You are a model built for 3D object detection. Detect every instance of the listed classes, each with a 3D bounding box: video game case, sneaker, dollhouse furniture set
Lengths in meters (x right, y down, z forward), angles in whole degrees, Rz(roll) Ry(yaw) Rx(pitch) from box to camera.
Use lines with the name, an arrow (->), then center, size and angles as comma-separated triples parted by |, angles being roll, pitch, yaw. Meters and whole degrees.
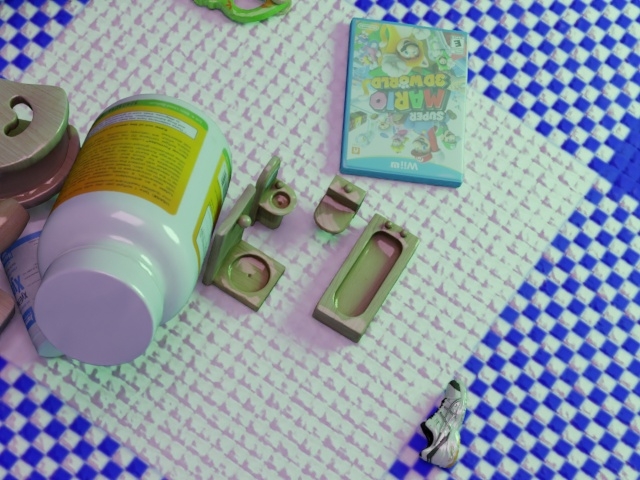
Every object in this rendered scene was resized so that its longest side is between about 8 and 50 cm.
video game case -> 0.083, -0.136, 1.716 | 0.119, 0.015, 0.166 | 7, 67, -6
sneaker -> 0.109, 0.162, 1.586 | 0.037, 0.032, 0.083 | 13, 66, -4
dollhouse furniture set -> 0.000, 0.000, 1.586 | 0.151, 0.123, 0.144 | 31, 66, 5

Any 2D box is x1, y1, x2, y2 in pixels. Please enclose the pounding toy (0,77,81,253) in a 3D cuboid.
pounding toy -> -0.307, -0.114, 1.544 | 0.154, 0.155, 0.269 | -34, 64, -15

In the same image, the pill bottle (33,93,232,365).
pill bottle -> -0.163, -0.008, 1.505 | 0.136, 0.136, 0.246 | 17, 37, -2

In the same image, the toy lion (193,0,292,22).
toy lion -> -0.088, -0.256, 1.733 | 0.096, 0.034, 0.100 | -23, 73, -10

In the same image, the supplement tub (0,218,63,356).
supplement tub -> -0.237, 0.041, 1.560 | 0.071, 0.071, 0.107 | -18, 71, -16

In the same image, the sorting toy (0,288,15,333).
sorting toy -> -0.434, 0.071, 1.483 | 0.257, 0.089, 0.255 | 32, 65, 5
